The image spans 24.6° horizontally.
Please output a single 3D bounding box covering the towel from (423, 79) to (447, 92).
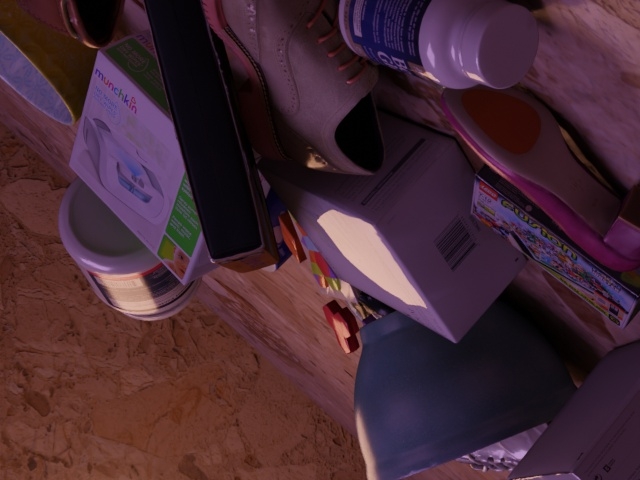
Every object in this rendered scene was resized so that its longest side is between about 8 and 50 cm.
[{"bbox_3d":[0.094,-0.189,1.382,0.148,0.027,0.110,35,164,36],"label":"towel"}]

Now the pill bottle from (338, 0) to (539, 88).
[{"bbox_3d":[0.100,-0.181,1.238,0.169,0.094,0.094,27,160,48],"label":"pill bottle"}]

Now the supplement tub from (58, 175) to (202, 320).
[{"bbox_3d":[-0.285,0.004,2.276,0.191,0.191,0.272,38,167,17],"label":"supplement tub"}]

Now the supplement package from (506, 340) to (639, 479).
[{"bbox_3d":[0.345,0.224,1.583,0.145,0.204,0.262,41,167,1],"label":"supplement package"}]

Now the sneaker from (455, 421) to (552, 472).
[{"bbox_3d":[0.274,0.301,2.202,0.297,0.129,0.111,28,168,46],"label":"sneaker"}]

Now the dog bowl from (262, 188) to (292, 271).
[{"bbox_3d":[-0.130,-0.077,2.224,0.265,0.104,0.265,40,166,12],"label":"dog bowl"}]

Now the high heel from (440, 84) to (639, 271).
[{"bbox_3d":[0.208,-0.056,1.366,0.244,0.082,0.117,29,156,1],"label":"high heel"}]

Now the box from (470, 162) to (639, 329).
[{"bbox_3d":[0.248,0.001,1.521,0.207,0.036,0.114,38,166,16],"label":"box"}]

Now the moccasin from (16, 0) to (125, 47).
[{"bbox_3d":[-0.217,-0.338,1.377,0.147,0.139,0.380,40,137,20],"label":"moccasin"}]

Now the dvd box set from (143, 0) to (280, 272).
[{"bbox_3d":[-0.116,-0.121,1.642,0.420,0.062,0.308,78,177,-86],"label":"dvd box set"}]

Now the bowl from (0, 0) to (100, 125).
[{"bbox_3d":[-0.414,-0.323,2.146,0.289,0.156,0.289,40,167,11],"label":"bowl"}]

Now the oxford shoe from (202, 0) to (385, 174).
[{"bbox_3d":[-0.008,-0.209,1.413,0.146,0.140,0.397,21,155,23],"label":"oxford shoe"}]

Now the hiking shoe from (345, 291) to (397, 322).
[{"bbox_3d":[0.133,0.118,2.115,0.304,0.113,0.132,51,173,7],"label":"hiking shoe"}]

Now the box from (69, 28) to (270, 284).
[{"bbox_3d":[-0.197,-0.118,2.006,0.262,0.127,0.231,45,139,18],"label":"box"}]

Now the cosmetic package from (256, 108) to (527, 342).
[{"bbox_3d":[0.081,-0.030,1.693,0.224,0.138,0.224,30,162,47],"label":"cosmetic package"}]

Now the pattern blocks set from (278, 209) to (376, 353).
[{"bbox_3d":[0.000,0.000,2.004,0.325,0.026,0.285,64,162,2],"label":"pattern blocks set"}]

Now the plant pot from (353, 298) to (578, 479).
[{"bbox_3d":[0.162,0.168,1.863,0.293,0.293,0.196,129,119,-77],"label":"plant pot"}]
